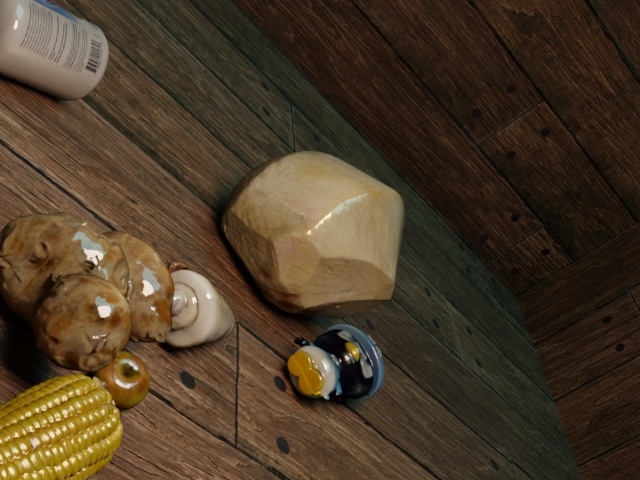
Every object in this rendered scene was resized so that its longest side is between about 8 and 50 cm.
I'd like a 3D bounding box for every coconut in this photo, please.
[{"bbox_3d":[0.000,0.000,1.881,0.415,0.345,0.415,22,21,-9],"label":"coconut"}]

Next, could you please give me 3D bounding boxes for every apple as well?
[{"bbox_3d":[-0.299,0.209,1.289,0.089,0.074,0.089,42,26,-26],"label":"apple"}]

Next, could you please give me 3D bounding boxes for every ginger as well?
[{"bbox_3d":[-0.333,0.071,1.293,0.256,0.176,0.375,41,8,9],"label":"ginger"}]

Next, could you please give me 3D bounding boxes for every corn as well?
[{"bbox_3d":[-0.359,0.263,0.990,0.144,0.144,0.387,55,20,0],"label":"corn"}]

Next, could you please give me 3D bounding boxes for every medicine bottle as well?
[{"bbox_3d":[-0.528,-0.362,1.535,0.288,0.157,0.157,19,41,-58],"label":"medicine bottle"}]

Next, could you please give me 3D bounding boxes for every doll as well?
[{"bbox_3d":[0.044,0.265,1.861,0.177,0.141,0.314,57,24,16],"label":"doll"}]

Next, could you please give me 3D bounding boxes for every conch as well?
[{"bbox_3d":[-0.230,0.136,1.534,0.158,0.127,0.255,36,-13,26],"label":"conch"}]
